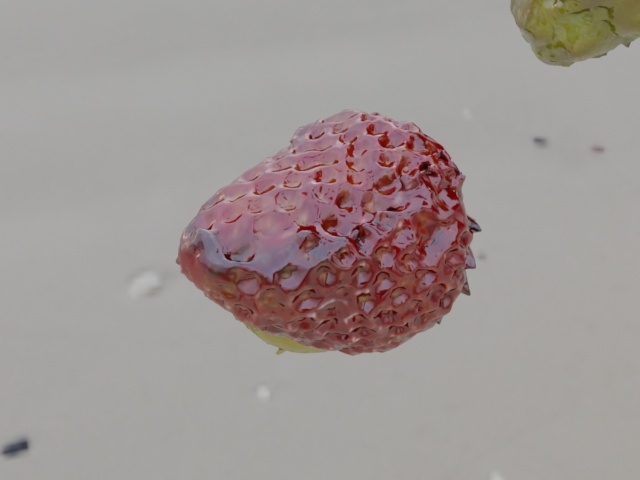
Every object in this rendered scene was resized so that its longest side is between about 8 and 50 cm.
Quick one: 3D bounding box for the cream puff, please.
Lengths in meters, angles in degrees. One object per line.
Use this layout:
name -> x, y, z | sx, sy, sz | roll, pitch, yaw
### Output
cream puff -> 0.281, -0.278, 1.478 | 0.185, 0.282, 0.282 | 12, 35, -18

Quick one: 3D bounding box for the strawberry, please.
strawberry -> 0.000, 0.000, 1.297 | 0.244, 0.205, 0.205 | -7, 34, -38

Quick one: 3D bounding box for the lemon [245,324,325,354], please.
lemon -> -0.010, 0.026, 1.630 | 0.173, 0.206, 0.173 | 18, 24, -8
